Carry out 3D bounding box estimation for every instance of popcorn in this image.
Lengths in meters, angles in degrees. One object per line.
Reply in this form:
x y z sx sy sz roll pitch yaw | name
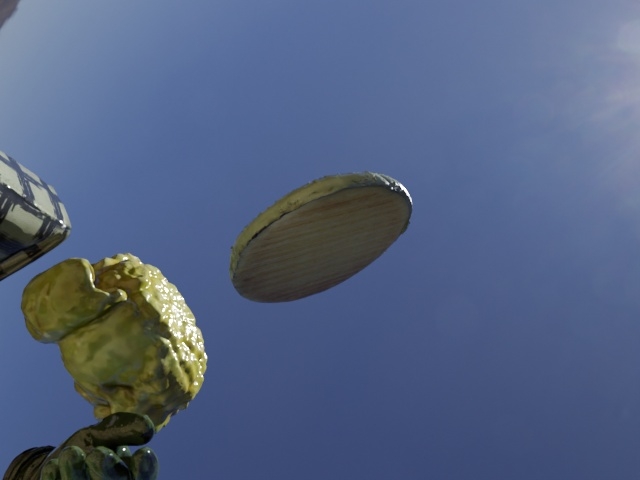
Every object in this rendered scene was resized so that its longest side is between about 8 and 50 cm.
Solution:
-0.285 0.131 0.787 0.174 0.286 0.225 -30 -160 6 | popcorn

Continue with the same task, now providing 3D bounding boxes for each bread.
0.000 0.000 0.706 0.267 0.267 0.040 -39 -120 24 | bread

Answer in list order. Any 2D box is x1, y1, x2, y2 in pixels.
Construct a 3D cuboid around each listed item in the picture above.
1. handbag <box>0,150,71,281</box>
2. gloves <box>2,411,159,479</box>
-0.568 -0.024 0.695 0.327 0.325 0.162 -38 -120 -4 | handbag
-0.247 0.247 0.554 0.268 0.107 0.135 -30 -155 43 | gloves
